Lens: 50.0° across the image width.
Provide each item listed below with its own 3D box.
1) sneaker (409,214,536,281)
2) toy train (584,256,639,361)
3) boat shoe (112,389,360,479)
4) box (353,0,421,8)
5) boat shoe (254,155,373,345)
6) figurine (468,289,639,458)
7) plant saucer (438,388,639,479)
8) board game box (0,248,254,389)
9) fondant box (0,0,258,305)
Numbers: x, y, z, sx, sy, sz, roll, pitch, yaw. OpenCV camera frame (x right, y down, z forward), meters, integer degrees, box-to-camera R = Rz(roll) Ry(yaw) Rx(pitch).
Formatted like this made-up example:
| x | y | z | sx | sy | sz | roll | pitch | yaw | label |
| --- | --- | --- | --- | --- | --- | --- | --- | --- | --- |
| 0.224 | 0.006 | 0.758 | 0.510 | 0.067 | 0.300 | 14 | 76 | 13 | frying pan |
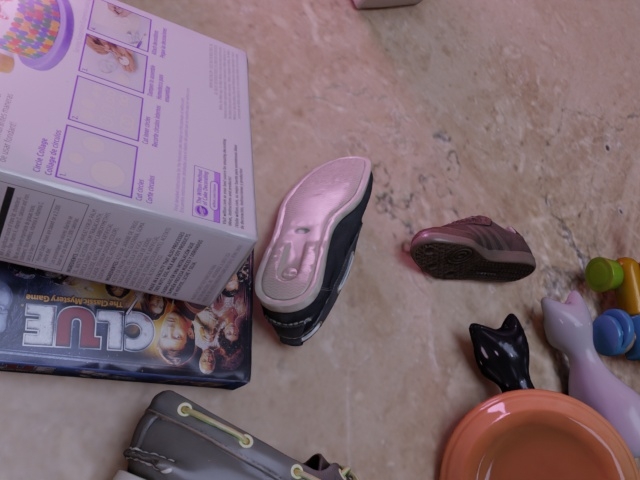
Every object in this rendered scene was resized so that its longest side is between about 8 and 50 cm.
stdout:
| x | y | z | sx | sy | sz | roll | pitch | yaw | label |
| --- | --- | --- | --- | --- | --- | --- | --- | --- | --- |
| 0.174 | 0.004 | 0.819 | 0.188 | 0.066 | 0.071 | 13 | 48 | -34 | sneaker |
| 0.420 | 0.043 | 0.930 | 0.143 | 0.105 | 0.248 | 6 | 68 | -23 | toy train |
| -0.017 | 0.219 | 0.569 | 0.305 | 0.109 | 0.091 | 27 | 63 | -17 | boat shoe |
| 0.082 | -0.438 | 0.873 | 0.126 | 0.148 | 0.232 | -19 | 82 | -37 | box |
| 0.000 | 0.000 | 0.703 | 0.079 | 0.084 | 0.233 | 70 | 32 | -41 | boat shoe |
| 0.282 | 0.169 | 0.801 | 0.214 | 0.092 | 0.210 | -13 | 75 | -37 | figurine |
| 0.219 | 0.248 | 0.682 | 0.199 | 0.037 | 0.200 | -2 | 74 | 7 | plant saucer |
| -0.175 | 0.034 | 0.583 | 0.243 | 0.042 | 0.165 | 11 | 66 | -29 | board game box |
| -0.219 | -0.102 | 0.532 | 0.330 | 0.096 | 0.238 | 17 | 44 | -26 | fondant box |
